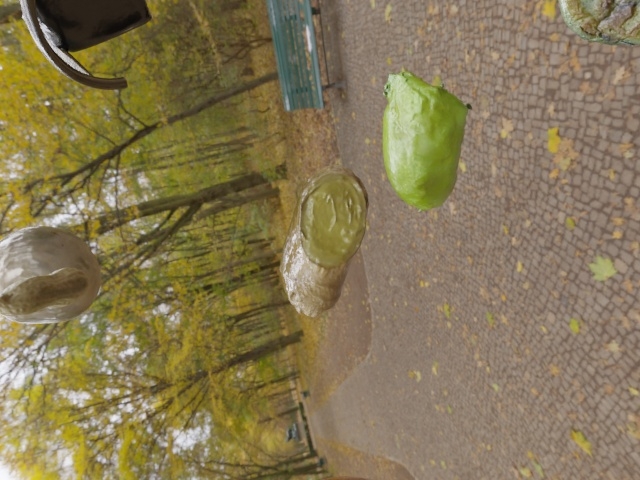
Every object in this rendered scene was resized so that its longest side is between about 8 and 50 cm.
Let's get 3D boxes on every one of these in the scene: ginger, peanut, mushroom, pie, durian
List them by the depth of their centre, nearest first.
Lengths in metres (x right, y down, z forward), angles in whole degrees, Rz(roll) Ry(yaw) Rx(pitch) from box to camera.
[{"bbox_3d":[-0.251,0.046,0.379,0.083,0.037,0.037,-13,-90,-63],"label":"peanut"},{"bbox_3d":[0.000,0.000,0.756,0.221,0.130,0.276,119,169,-69],"label":"ginger"},{"bbox_3d":[-0.550,0.067,0.854,0.209,0.206,0.206,-47,-52,-68],"label":"mushroom"},{"bbox_3d":[0.678,-0.574,0.893,0.067,0.302,0.302,-38,-57,-55],"label":"pie"},{"bbox_3d":[0.265,-0.230,1.029,0.204,0.256,0.340,9,104,37],"label":"durian"}]

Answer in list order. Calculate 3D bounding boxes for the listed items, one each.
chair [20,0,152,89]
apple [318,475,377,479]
[{"bbox_3d":[-0.343,-0.354,0.571,0.272,0.166,0.188,48,164,25],"label":"chair"},{"bbox_3d":[0.048,0.386,0.397,0.301,0.301,0.301,167,90,-81],"label":"apple"}]
